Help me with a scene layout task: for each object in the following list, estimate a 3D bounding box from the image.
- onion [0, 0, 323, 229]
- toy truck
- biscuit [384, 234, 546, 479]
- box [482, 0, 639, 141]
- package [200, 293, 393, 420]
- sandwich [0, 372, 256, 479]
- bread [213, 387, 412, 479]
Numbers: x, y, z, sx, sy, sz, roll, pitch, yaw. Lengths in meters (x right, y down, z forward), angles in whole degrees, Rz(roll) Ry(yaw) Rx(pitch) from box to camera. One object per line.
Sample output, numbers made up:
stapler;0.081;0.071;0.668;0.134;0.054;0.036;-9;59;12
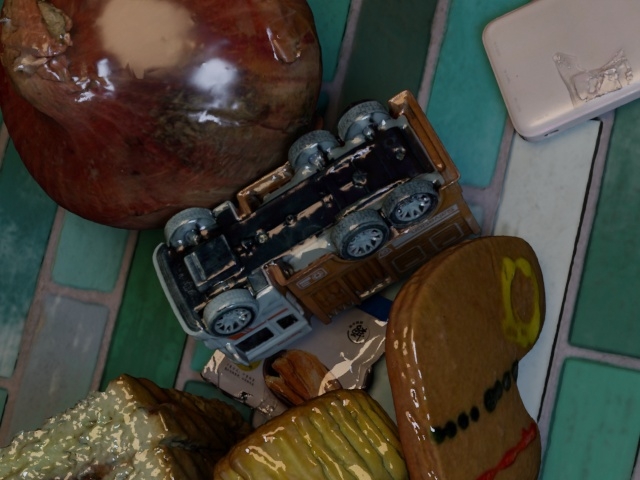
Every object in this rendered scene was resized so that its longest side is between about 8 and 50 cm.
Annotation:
onion;-0.165;-0.183;1.696;0.353;0.353;0.354;-6;75;21
toy truck;0.000;0.000;1.640;0.305;0.162;0.136;-31;56;5
biscuit;0.158;0.138;1.534;0.052;0.262;0.277;-6;97;37
box;0.308;-0.211;1.645;0.285;0.044;0.142;-24;67;16
package;-0.018;0.108;1.704;0.171;0.027;0.173;28;85;28
sandwich;-0.231;0.268;1.621;0.325;0.262;0.131;-30;68;13
bread;-0.008;0.258;1.535;0.227;0.253;0.142;-36;59;-6
